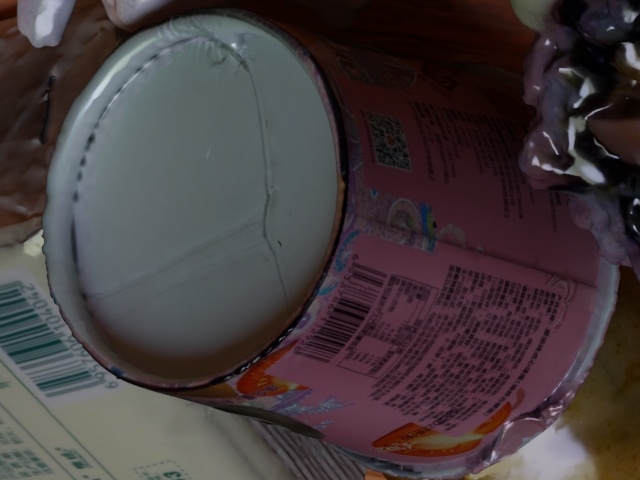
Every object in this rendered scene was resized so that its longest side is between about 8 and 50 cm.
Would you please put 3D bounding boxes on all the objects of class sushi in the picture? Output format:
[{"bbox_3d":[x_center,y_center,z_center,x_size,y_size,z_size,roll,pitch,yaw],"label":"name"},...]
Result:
[{"bbox_3d":[0.196,-0.099,0.948,0.236,0.171,0.270,37,147,12],"label":"sushi"}]

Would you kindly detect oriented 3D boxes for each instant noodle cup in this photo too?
[{"bbox_3d":[0.000,0.000,1.041,0.243,0.243,0.231,-18,161,33],"label":"instant noodle cup"}]

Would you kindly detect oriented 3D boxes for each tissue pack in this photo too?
[{"bbox_3d":[-0.169,0.058,1.251,0.297,0.207,0.380,-9,138,24],"label":"tissue pack"}]

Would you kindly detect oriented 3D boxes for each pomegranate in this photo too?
[{"bbox_3d":[0.134,0.098,1.215,0.233,0.233,0.233,7,142,6],"label":"pomegranate"}]

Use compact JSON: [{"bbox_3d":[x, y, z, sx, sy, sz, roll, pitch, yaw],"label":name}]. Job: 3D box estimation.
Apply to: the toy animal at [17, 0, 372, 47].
[{"bbox_3d":[-0.096,-0.159,1.008,0.282,0.138,0.140,32,172,-18],"label":"toy animal"}]
